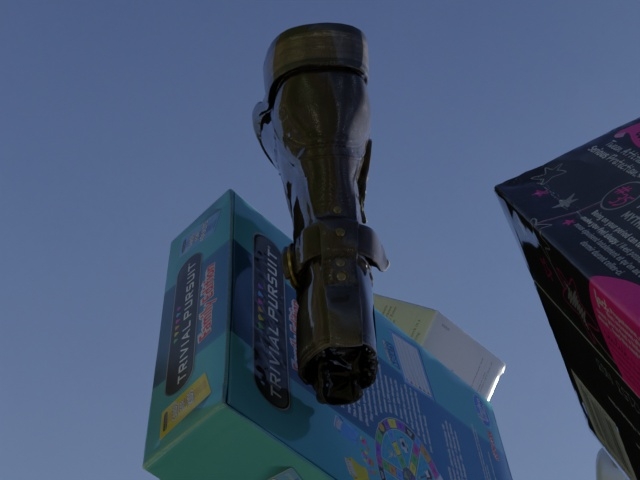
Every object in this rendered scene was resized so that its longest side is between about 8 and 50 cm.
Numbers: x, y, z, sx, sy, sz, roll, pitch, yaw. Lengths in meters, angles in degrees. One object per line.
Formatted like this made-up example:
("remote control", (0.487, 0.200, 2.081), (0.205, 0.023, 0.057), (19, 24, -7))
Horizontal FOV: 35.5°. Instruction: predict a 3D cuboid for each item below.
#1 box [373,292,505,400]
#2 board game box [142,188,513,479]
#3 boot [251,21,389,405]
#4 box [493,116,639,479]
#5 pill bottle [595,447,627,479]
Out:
("box", (0.109, 0.187, 1.228), (0.119, 0.180, 0.182), (13, -17, 44))
("board game box", (0.024, 0.146, 0.773), (0.079, 0.253, 0.336), (-40, -63, 20))
("boot", (0.000, 0.000, 0.693), (0.263, 0.091, 0.228), (84, 1, -75))
("box", (0.193, 0.050, 0.395), (0.247, 0.142, 0.163), (-111, 176, -69))
("pill bottle", (0.435, 0.282, 1.053), (0.265, 0.153, 0.153), (-9, -74, 19))
